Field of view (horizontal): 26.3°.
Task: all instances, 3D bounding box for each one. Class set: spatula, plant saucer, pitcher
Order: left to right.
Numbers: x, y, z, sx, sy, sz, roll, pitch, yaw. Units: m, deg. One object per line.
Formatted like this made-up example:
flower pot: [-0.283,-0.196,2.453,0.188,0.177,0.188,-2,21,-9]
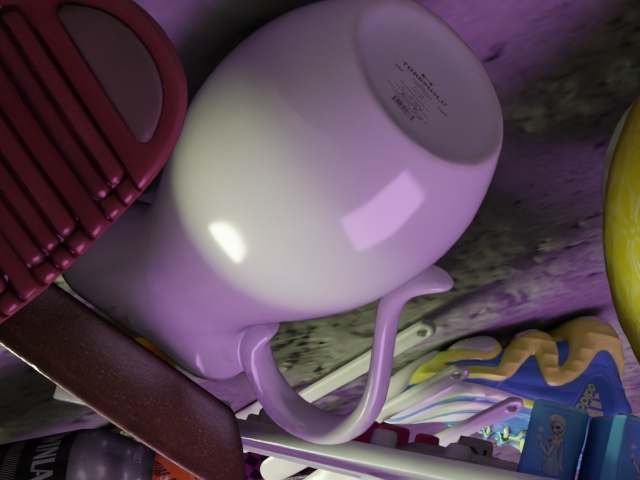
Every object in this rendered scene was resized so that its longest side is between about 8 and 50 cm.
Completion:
plant saucer: [-0.111,0.059,0.687,0.036,0.199,0.198,-55,160,-8]
pitcher: [0.000,0.000,0.621,0.207,0.178,0.125,-38,-167,41]
spatula: [0.038,0.152,1.145,0.242,0.019,0.168,-32,125,28]

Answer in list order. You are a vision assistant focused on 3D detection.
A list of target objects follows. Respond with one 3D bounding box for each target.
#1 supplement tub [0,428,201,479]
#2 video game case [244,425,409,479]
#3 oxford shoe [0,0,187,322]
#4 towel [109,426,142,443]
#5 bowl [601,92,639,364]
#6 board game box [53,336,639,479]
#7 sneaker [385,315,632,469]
supplement tub: [-0.218,0.232,0.893,0.316,0.193,0.193,-11,159,2]
video game case: [-0.059,0.246,1.338,0.232,0.041,0.210,1,151,-44]
oxford shoe: [-0.197,0.000,0.564,0.348,0.123,0.130,-28,-176,15]
towel: [-0.159,0.171,1.084,0.148,0.027,0.110,-25,159,8]
bowl: [0.252,-0.025,0.759,0.289,0.289,0.156,-7,-163,-31]
board game box: [0.096,0.141,0.880,0.390,0.050,0.390,5,167,35]
sneaker: [0.169,0.145,1.184,0.240,0.126,0.091,-15,158,-17]
